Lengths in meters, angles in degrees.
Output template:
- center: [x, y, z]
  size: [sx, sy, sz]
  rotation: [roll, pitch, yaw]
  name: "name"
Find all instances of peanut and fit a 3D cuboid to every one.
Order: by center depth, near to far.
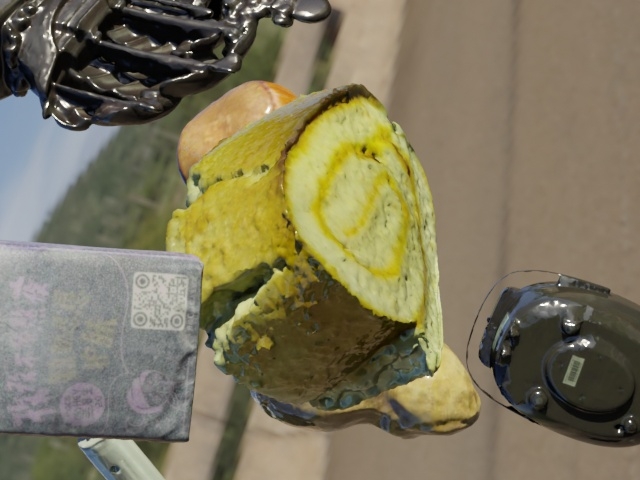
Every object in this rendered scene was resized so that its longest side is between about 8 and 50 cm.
- center: [0.038, 0.142, 1.803]
  size: [0.137, 0.253, 0.122]
  rotation: [-82, -3, -51]
  name: "peanut"

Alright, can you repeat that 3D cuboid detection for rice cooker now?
- center: [0.235, 0.110, 1.603]
  size: [0.118, 0.203, 0.142]
  rotation: [-57, -14, -80]
  name: "rice cooker"

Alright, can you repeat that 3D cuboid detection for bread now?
- center: [0.000, 0.000, 1.216]
  size: [0.124, 0.186, 0.257]
  rotation: [-26, 25, 26]
  name: "bread"

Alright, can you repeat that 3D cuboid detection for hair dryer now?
- center: [-0.184, 0.269, 1.934]
  size: [0.107, 0.357, 0.173]
  rotation: [-27, 28, 13]
  name: "hair dryer"

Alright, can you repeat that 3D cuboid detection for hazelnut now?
- center: [-0.063, -0.087, 1.807]
  size: [0.150, 0.150, 0.150]
  rotation: [-160, 90, -86]
  name: "hazelnut"

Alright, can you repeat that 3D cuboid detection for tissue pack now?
- center: [-0.151, 0.058, 1.036]
  size: [0.051, 0.156, 0.112]
  rotation: [-165, 80, -72]
  name: "tissue pack"

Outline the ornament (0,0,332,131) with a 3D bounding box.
- center: [-0.127, -0.168, 1.376]
  size: [0.251, 0.260, 0.106]
  rotation: [-52, -30, -40]
  name: "ornament"
